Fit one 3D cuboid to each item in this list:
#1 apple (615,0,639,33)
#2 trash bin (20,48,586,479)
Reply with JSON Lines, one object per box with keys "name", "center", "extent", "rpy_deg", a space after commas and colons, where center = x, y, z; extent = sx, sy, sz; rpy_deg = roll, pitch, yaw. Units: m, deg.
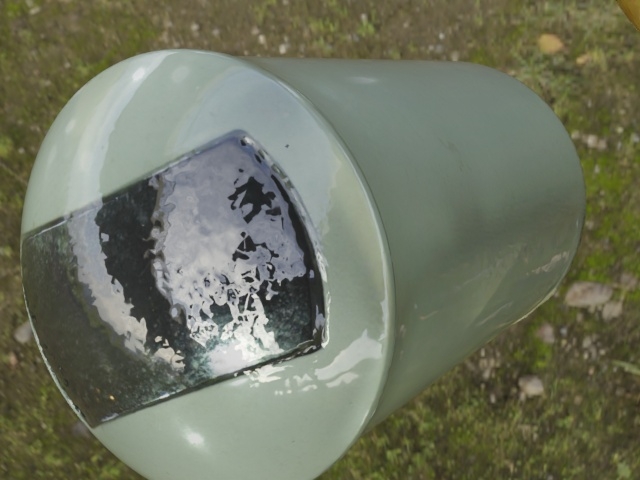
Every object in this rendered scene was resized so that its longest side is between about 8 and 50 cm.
{"name": "apple", "center": [0.176, -0.123, 0.366], "extent": [0.183, 0.155, 0.182], "rpy_deg": [8, 35, -6]}
{"name": "trash bin", "center": [0.000, 0.000, 0.804], "extent": [0.280, 0.280, 0.432], "rpy_deg": [32, 25, 24]}
